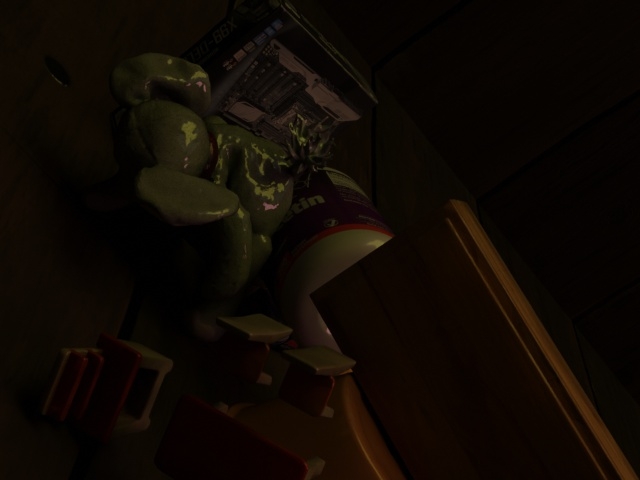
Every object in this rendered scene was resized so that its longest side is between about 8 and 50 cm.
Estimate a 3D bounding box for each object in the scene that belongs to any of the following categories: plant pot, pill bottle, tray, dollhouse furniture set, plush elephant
[{"bbox_3d":[0.007,0.285,1.502,0.291,0.203,0.291,47,19,-22],"label":"plant pot"},{"bbox_3d":[0.005,0.015,1.744,0.181,0.181,0.323,46,6,-28],"label":"pill bottle"},{"bbox_3d":[0.175,0.181,1.453,0.411,0.203,0.076,59,18,13],"label":"tray"},{"bbox_3d":[-0.131,0.192,1.273,0.259,0.262,0.135,25,7,23],"label":"dollhouse furniture set"},{"bbox_3d":[-0.171,-0.074,1.633,0.255,0.330,0.272,21,42,-32],"label":"plush elephant"}]

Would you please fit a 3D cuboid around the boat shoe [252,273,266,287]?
[{"bbox_3d":[-0.090,0.038,1.928,0.078,0.070,0.219,64,14,1],"label":"boat shoe"}]

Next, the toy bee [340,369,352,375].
[{"bbox_3d":[0.111,0.220,1.713,0.162,0.298,0.195,-59,140,-32],"label":"toy bee"}]

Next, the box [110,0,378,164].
[{"bbox_3d":[-0.109,-0.191,1.898,0.242,0.307,0.076,41,18,-41],"label":"box"}]

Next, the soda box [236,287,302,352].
[{"bbox_3d":[-0.053,0.124,1.896,0.169,0.053,0.060,30,30,-56],"label":"soda box"}]
